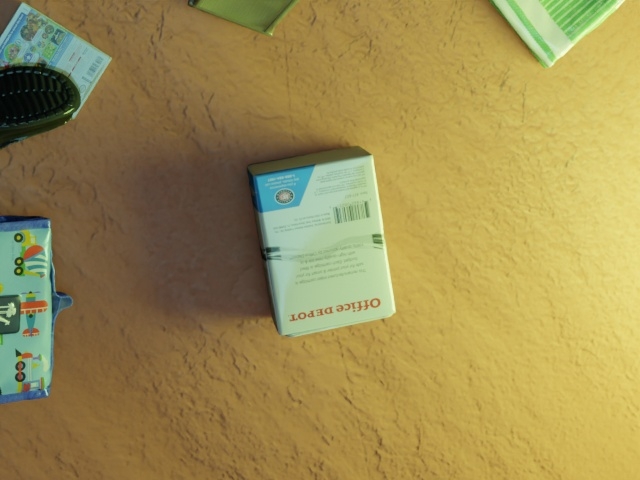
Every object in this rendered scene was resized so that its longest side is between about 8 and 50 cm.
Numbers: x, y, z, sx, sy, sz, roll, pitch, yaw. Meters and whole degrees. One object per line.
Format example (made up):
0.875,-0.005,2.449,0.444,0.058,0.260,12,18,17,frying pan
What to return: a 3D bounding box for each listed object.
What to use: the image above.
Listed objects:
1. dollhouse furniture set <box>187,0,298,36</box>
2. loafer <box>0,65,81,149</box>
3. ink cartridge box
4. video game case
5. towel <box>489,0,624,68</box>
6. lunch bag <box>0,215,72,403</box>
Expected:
-0.054,-0.384,1.658,0.212,0.161,0.242,19,75,-14,dollhouse furniture set
-0.385,-0.139,1.657,0.220,0.078,0.080,-14,67,-8,loafer
0.000,0.000,1.748,0.148,0.086,0.203,-10,104,-8,ink cartridge box
-0.319,-0.210,1.683,0.122,0.011,0.087,32,95,-15,video game case
0.324,-0.404,1.754,0.325,0.038,0.248,-43,105,0,towel
-0.438,0.084,1.677,0.293,0.138,0.221,-4,101,-23,lunch bag
